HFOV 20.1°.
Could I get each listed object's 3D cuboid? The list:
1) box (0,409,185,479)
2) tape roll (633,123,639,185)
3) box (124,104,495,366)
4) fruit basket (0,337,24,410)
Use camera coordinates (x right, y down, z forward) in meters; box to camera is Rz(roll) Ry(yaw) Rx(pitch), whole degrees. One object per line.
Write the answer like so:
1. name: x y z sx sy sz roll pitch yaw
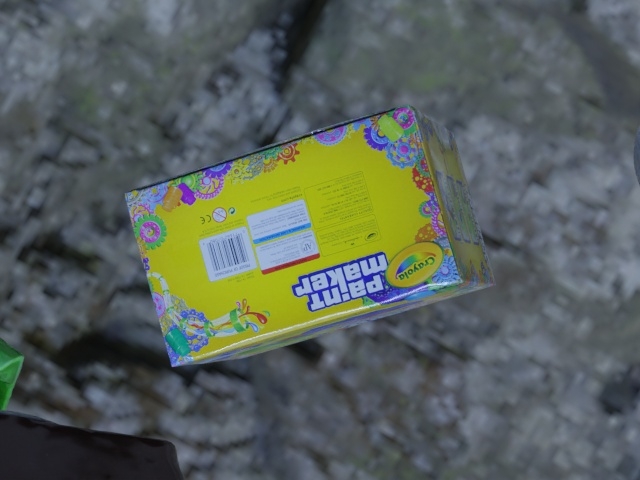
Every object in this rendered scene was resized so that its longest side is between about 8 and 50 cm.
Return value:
1. box: -0.147 0.199 0.790 0.168 0.167 0.203 12 -154 -22
2. tape roll: 0.379 -0.030 1.390 0.246 0.246 0.169 28 -143 -35
3. box: 0.000 0.000 1.802 0.279 0.290 0.177 6 -113 -77
4. fruit basket: -0.369 0.225 1.384 0.392 0.392 0.283 30 157 -3
